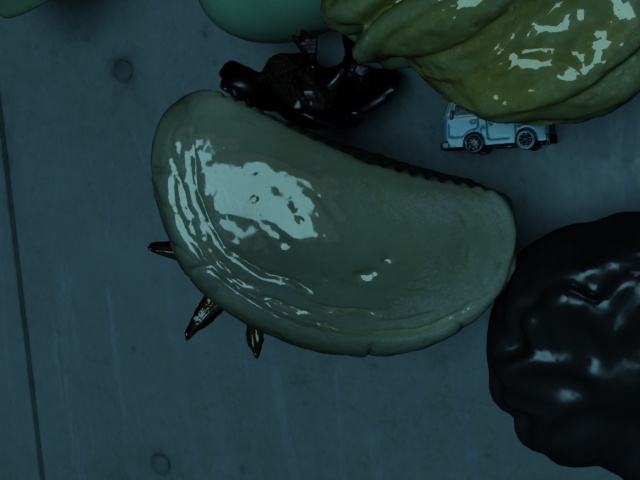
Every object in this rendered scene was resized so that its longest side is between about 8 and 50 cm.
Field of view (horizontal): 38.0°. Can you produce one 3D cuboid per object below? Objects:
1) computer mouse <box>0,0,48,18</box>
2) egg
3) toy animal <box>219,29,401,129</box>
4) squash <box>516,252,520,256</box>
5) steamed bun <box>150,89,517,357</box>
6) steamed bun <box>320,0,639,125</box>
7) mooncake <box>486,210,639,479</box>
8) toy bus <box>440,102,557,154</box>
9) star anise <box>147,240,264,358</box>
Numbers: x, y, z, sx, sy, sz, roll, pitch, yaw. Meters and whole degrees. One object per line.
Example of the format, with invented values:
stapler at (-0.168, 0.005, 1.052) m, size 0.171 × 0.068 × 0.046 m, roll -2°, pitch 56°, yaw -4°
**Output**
computer mouse at (-0.333, -0.483, 1.176) m, size 0.228 × 0.145 × 0.429 m, roll 13°, pitch 91°, yaw 29°
egg at (-0.034, -0.311, 1.048) m, size 0.230 × 0.168 × 0.168 m, roll -16°, pitch 91°, yaw 21°
toy animal at (-0.025, -0.166, 1.069) m, size 0.179 × 0.218 × 0.116 m, roll 165°, pitch 97°, yaw -65°
squash at (0.295, 0.026, 1.009) m, size 0.201 × 0.066 × 0.066 m, roll -15°, pitch 92°, yaw 20°
steamed bun at (-0.005, 0.003, 0.989) m, size 0.383 × 0.247 × 0.236 m, roll 17°, pitch 92°, yaw -5°
steamed bun at (0.189, -0.271, 0.870) m, size 0.372 × 0.325 × 0.230 m, roll 18°, pitch 139°, yaw 23°
mooncake at (0.307, 0.118, 0.938) m, size 0.283 × 0.141 × 0.283 m, roll 6°, pitch 117°, yaw 12°
toy bus at (0.197, -0.135, 1.032) m, size 0.123 × 0.060 × 0.075 m, roll -2°, pitch 92°, yaw 22°
star anise at (-0.076, 0.019, 1.157) m, size 0.272 × 0.102 × 0.272 m, roll 0°, pitch 88°, yaw -4°
